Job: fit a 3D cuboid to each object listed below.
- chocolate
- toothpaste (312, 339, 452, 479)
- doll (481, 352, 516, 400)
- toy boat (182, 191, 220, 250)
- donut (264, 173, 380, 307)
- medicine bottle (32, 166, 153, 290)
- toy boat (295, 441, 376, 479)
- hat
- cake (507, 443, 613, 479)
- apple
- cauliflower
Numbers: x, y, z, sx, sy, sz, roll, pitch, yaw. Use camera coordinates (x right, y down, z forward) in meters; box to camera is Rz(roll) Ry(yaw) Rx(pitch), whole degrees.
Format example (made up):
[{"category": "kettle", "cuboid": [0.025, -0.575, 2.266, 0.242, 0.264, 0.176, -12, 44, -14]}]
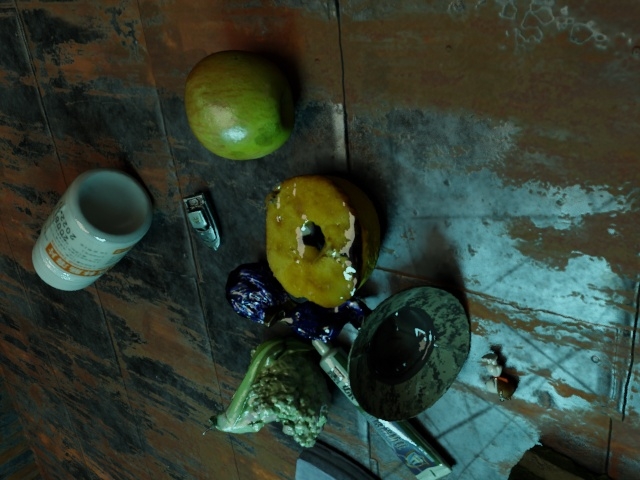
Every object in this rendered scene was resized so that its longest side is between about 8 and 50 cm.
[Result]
[{"category": "chocolate", "cuboid": [-0.048, 0.141, 1.309, 0.343, 0.148, 0.126, 14, 122, 38]}, {"category": "toothpaste", "cuboid": [0.115, 0.351, 1.345, 0.392, 0.061, 0.099, 48, 133, 6]}, {"category": "doll", "cuboid": [0.314, 0.239, 1.126, 0.058, 0.040, 0.085, 20, 127, 44]}, {"category": "toy boat", "cuboid": [-0.262, -0.041, 1.455, 0.055, 0.060, 0.141, -11, 113, 19]}, {"category": "donut", "cuboid": [0.000, -0.003, 1.180, 0.254, 0.118, 0.253, 9, 105, 37]}, {"category": "medicine bottle", "cuboid": [-0.594, -0.018, 1.644, 0.371, 0.211, 0.211, -33, 90, 46]}, {"category": "toy boat", "cuboid": [0.062, 0.587, 1.518, 0.283, 0.078, 0.127, 25, 125, 30]}, {"category": "hat", "cuboid": [0.137, 0.183, 1.158, 0.128, 0.266, 0.265, -140, 36, -62]}, {"category": "cake", "cuboid": [0.462, 0.454, 1.041, 0.283, 0.158, 0.172, 51, 135, 10]}, {"category": "apple", "cuboid": [-0.138, -0.238, 1.137, 0.196, 0.196, 0.195, 21, 126, 32]}, {"category": "cauliflower", "cuboid": [-0.115, 0.345, 1.405, 0.315, 0.239, 0.256, -35, 54, 8]}]
